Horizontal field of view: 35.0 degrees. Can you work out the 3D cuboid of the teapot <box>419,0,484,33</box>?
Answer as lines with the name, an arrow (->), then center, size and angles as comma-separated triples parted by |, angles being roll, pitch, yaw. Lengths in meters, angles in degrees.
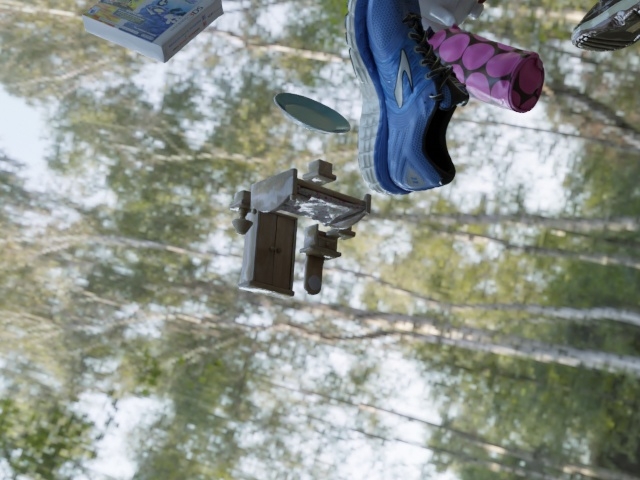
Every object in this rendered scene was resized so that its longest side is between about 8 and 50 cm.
teapot -> 0.218, -0.470, 1.895 | 0.256, 0.187, 0.252 | -56, -5, -9

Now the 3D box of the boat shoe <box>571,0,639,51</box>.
boat shoe -> 0.507, -0.387, 1.678 | 0.257, 0.095, 0.095 | 164, 117, -71

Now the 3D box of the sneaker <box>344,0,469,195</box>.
sneaker -> 0.127, -0.222, 1.327 | 0.129, 0.147, 0.330 | -31, -62, -52

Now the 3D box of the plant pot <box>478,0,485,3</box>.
plant pot -> 0.302, -0.650, 2.196 | 0.267, 0.235, 0.267 | 52, -152, -21

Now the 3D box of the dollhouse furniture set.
dollhouse furniture set -> 0.000, 0.000, 2.010 | 0.303, 0.355, 0.174 | 16, -110, -35

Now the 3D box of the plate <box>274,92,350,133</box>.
plate -> -0.021, -0.283, 2.305 | 0.188, 0.188, 0.024 | -29, -32, -62

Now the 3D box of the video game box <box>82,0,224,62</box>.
video game box -> -0.324, -0.441, 1.972 | 0.187, 0.205, 0.048 | -48, -28, -35

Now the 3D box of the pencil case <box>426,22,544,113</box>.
pencil case -> 0.245, -0.261, 1.523 | 0.098, 0.209, 0.095 | -53, -45, -4
